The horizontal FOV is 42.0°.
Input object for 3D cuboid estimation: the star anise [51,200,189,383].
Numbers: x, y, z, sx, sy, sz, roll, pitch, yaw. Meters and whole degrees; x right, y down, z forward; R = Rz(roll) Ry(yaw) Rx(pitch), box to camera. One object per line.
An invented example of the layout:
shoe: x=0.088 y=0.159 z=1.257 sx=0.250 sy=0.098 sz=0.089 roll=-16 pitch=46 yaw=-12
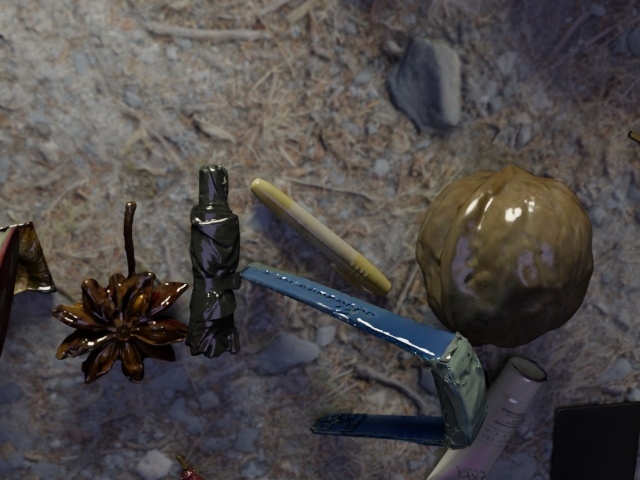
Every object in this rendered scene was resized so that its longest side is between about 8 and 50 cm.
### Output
star anise: x=-0.227 y=0.079 z=1.034 sx=0.177 sy=0.073 sz=0.234 roll=30 pitch=107 yaw=-33

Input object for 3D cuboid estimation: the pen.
pen: x=0.000 y=0.000 z=1.062 sx=0.233 sy=0.032 sz=0.040 roll=39 pitch=125 yaw=-18

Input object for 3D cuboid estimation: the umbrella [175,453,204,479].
umbrella: x=-0.162 y=0.365 z=1.180 sx=0.027 sy=0.025 sz=0.165 roll=-36 pitch=115 yaw=-17

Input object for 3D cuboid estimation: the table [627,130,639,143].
table: x=0.492 y=-0.163 z=1.019 sx=0.111 sy=0.121 sz=0.240 roll=35 pitch=102 yaw=-18

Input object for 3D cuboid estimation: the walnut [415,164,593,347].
walnut: x=0.218 y=0.017 z=1.003 sx=0.224 sy=0.224 sz=0.224 roll=-3 pitch=111 yaw=-7

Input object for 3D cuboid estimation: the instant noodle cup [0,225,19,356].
instant noodle cup: x=-0.431 y=0.084 z=0.881 sx=0.179 sy=0.235 sz=0.234 roll=10 pitch=109 yaw=-14

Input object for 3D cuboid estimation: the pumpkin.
pumpkin: x=-0.370 y=0.024 z=1.017 sx=0.073 sy=0.035 sz=0.101 roll=-13 pitch=116 yaw=-13

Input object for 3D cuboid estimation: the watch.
watch: x=0.059 y=0.136 z=1.032 sx=0.275 sy=0.068 sz=0.276 roll=-2 pitch=121 yaw=39

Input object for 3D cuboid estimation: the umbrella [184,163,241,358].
umbrella: x=-0.133 y=0.025 z=1.018 sx=0.066 sy=0.059 sz=0.235 roll=-6 pitch=101 yaw=-33

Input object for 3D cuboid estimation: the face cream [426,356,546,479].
face cream: x=0.236 y=0.272 z=1.187 sx=0.092 sy=0.058 sz=0.243 roll=17 pitch=113 yaw=-19

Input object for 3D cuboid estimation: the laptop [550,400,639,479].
laptop: x=0.410 y=0.330 z=1.254 sx=0.135 sy=0.016 sz=0.197 roll=-3 pitch=109 yaw=-6
